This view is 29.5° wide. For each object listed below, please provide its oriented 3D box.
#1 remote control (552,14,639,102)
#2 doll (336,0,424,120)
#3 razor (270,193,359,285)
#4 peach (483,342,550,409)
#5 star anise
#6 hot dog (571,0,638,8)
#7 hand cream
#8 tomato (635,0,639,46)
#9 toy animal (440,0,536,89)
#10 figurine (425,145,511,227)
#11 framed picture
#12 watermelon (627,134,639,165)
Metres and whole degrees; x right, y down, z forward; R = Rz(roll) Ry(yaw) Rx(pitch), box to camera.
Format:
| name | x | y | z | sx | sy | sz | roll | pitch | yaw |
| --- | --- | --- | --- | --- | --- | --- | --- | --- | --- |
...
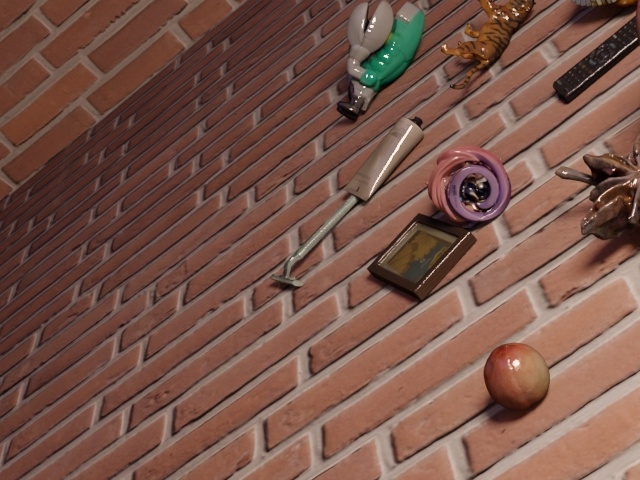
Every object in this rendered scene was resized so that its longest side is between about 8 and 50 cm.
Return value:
| name | x | y | z | sx | sy | sz | roll | pitch | yaw |
| --- | --- | --- | --- | --- | --- | --- | --- | --- | --- |
| remote control | 0.475 | -0.309 | 1.933 | 0.245 | 0.025 | 0.063 | -39 | 25 | 9 |
| doll | 0.107 | -0.384 | 2.464 | 0.258 | 0.153 | 0.195 | -57 | -1 | -37 |
| razor | -0.004 | -0.005 | 2.168 | 0.211 | 0.036 | 0.084 | -52 | 27 | -16 |
| peach | 0.235 | 0.163 | 1.472 | 0.083 | 0.083 | 0.083 | -35 | 25 | 19 |
| star anise | 0.412 | -0.068 | 1.558 | 0.209 | 0.089 | 0.231 | -31 | 30 | -2 |
| hot dog | 0.519 | -0.472 | 2.068 | 0.163 | 0.082 | 0.270 | -8 | 33 | 39 |
| hand cream | 0.120 | -0.151 | 2.196 | 0.186 | 0.054 | 0.087 | -49 | 32 | -6 |
| tomato | 0.533 | -0.267 | 1.513 | 0.270 | 0.227 | 0.270 | -4 | 69 | 10 |
| toy animal | 0.297 | -0.355 | 2.224 | 0.116 | 0.114 | 0.255 | 20 | 63 | 16 |
| figurine | 0.211 | -0.087 | 1.876 | 0.114 | 0.126 | 0.157 | -19 | 16 | -22 |
| framed picture | 0.155 | 0.022 | 1.889 | 0.128 | 0.023 | 0.168 | -47 | 24 | -8 |
| watermelon | 0.491 | -0.178 | 1.677 | 0.098 | 0.121 | 0.158 | -73 | -10 | -72 |
